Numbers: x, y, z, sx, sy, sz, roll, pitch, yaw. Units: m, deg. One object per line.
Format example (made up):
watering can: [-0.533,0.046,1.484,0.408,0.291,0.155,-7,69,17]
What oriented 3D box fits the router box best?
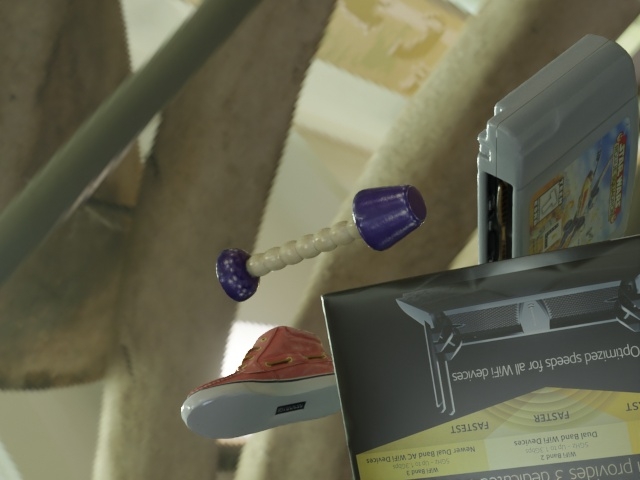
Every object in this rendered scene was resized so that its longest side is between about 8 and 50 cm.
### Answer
router box: [0.170,0.127,0.864,0.081,0.309,0.242,-2,-98,-63]

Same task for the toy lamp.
toy lamp: [0.000,0.000,1.535,0.080,0.275,0.080,39,-140,-43]

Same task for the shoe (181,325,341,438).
shoe: [-0.060,0.132,1.211,0.178,0.063,0.081,-5,-137,-32]

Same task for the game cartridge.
game cartridge: [0.229,-0.038,1.227,0.198,0.297,0.062,-34,-132,-27]
